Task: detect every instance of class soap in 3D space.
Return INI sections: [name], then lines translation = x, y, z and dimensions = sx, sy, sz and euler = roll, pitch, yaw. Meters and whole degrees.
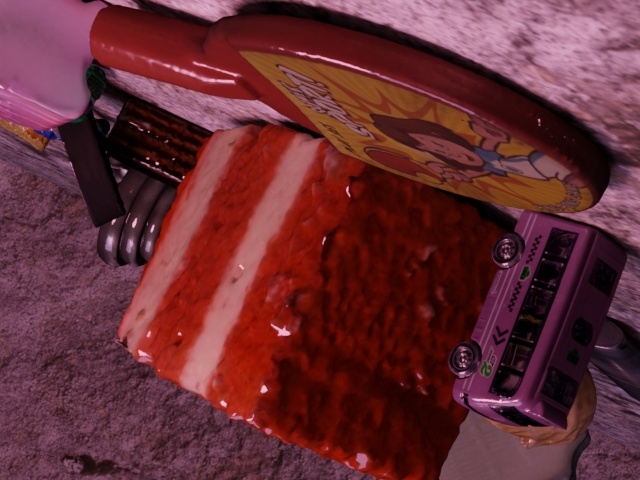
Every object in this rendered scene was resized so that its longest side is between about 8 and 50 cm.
[soap]
translation = -0.307, -0.184, 1.200
dimensions = 0.192, 0.109, 0.324
euler = 28, 174, -18

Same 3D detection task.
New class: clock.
[clock]
translation = -0.269, -0.106, 1.505
dimensions = 0.040, 0.185, 0.184
euler = -19, 178, -6

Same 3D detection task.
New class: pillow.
[pillow]
translation = -0.303, -0.111, 2.069
dimensions = 0.135, 0.055, 0.091
euler = 14, 150, 50

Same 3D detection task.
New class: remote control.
[remote control]
translation = 0.389, 0.157, 1.688
dimensions = 0.107, 0.044, 0.377
euler = 28, 177, 33

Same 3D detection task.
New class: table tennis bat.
[table tennis bat]
translation = 0.010, -0.104, 0.947
dimensions = 0.414, 0.051, 0.268
euler = 19, 172, 25

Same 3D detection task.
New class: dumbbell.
[dumbbell]
translation = -0.141, 0.010, 1.883
dimensions = 0.406, 0.179, 0.179
euler = 23, 174, 8

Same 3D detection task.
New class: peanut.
[peanut]
translation = 0.245, 0.155, 1.668
dimensions = 0.140, 0.153, 0.325
euler = 34, 173, 48

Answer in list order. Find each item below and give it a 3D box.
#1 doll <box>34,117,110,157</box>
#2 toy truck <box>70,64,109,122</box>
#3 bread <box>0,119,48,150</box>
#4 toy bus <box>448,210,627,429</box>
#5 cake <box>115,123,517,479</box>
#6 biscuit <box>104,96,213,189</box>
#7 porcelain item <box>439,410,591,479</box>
[doll]
translation = -0.339, -0.163, 1.714
dimensions = 0.195, 0.070, 0.096
euler = 27, -155, -55
[toy truck]
translation = -0.302, -0.175, 1.390
dimensions = 0.147, 0.079, 0.065
euler = 20, 173, 18
[bread]
translation = -0.435, -0.184, 1.937
dimensions = 0.103, 0.065, 0.187
euler = 31, 171, -11
[toy bus]
translation = 0.186, 0.071, 1.116
dimensions = 0.098, 0.178, 0.087
euler = 16, 170, 43
[cake]
translation = 0.000, 0.055, 1.283
dimensions = 0.270, 0.269, 0.319
euler = 28, 175, -35
[biscuit]
translation = -0.128, -0.082, 1.542
dimensions = 0.252, 0.070, 0.106
euler = 25, 175, -2
[porcelain item]
translation = 0.221, 0.256, 1.880
dimensions = 0.286, 0.281, 0.157
euler = 65, -176, 20
